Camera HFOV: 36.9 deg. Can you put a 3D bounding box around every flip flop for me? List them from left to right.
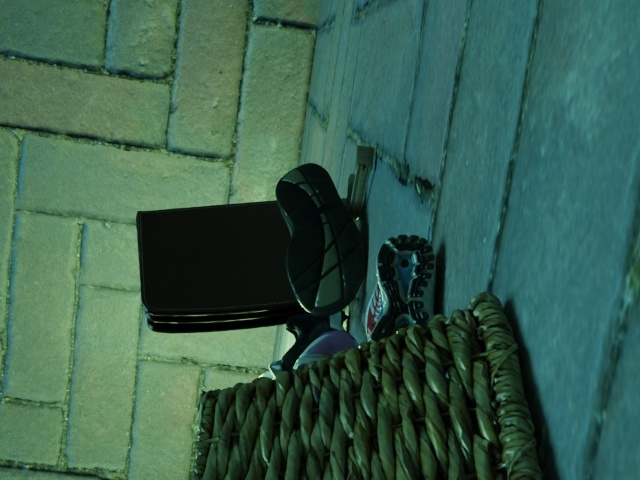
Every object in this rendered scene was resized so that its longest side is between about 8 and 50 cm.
[{"bbox_3d":[0.000,0.000,1.353,0.277,0.112,0.080,-109,-3,-46],"label":"flip flop"}]

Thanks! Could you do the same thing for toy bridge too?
[{"bbox_3d":[0.050,-0.064,1.384,0.188,0.026,0.063,106,169,-65],"label":"toy bridge"}]

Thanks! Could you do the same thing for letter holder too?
[{"bbox_3d":[-0.114,0.068,1.437,0.214,0.302,0.152,-104,12,-45],"label":"letter holder"}]

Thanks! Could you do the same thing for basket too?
[{"bbox_3d":[0.055,0.219,0.573,0.299,0.223,0.213,-91,-24,-56],"label":"basket"}]

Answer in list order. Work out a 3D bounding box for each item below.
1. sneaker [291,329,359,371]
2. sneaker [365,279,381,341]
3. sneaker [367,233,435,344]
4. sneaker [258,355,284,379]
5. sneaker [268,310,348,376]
[{"bbox_3d":[0.003,0.215,1.187,0.104,0.095,0.236,-73,-9,-73],"label":"sneaker"},{"bbox_3d":[0.069,0.057,0.911,0.067,0.042,0.118,-104,24,-85],"label":"sneaker"},{"bbox_3d":[0.076,0.080,0.818,0.073,0.063,0.162,69,-152,-62],"label":"sneaker"},{"bbox_3d":[-0.060,0.287,1.649,0.290,0.106,0.123,111,168,-64],"label":"sneaker"},{"bbox_3d":[-0.024,0.210,1.368,0.078,0.106,0.234,112,165,-74],"label":"sneaker"}]
